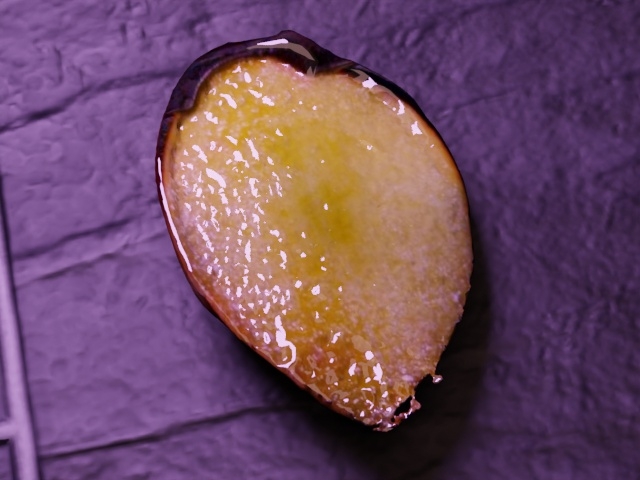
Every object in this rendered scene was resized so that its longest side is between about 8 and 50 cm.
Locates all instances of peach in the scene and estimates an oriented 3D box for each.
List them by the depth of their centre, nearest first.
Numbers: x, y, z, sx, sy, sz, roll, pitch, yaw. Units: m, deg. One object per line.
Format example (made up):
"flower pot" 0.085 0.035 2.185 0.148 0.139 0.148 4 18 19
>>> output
"peach" -0.001 0.001 1.202 0.189 0.068 0.279 -9 63 -11
